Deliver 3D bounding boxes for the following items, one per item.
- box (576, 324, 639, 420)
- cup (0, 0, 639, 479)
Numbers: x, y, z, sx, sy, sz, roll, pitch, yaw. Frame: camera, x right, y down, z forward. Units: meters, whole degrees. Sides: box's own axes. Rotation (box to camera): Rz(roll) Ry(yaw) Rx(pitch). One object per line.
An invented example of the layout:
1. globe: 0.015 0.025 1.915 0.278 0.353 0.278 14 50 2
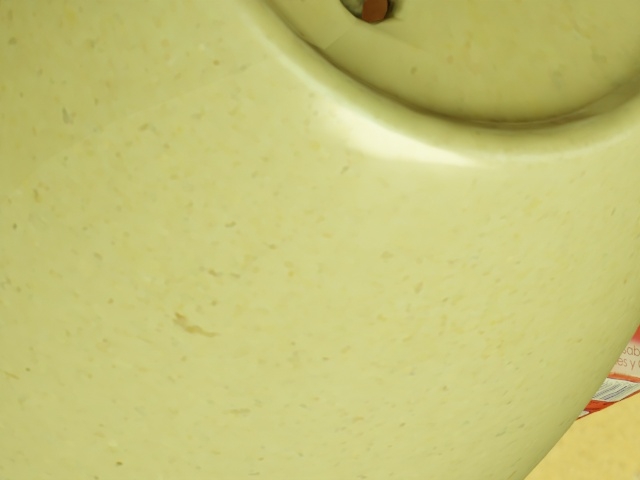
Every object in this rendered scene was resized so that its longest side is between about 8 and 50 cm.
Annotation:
1. box: 0.000 0.000 0.767 0.257 0.128 0.122 10 68 -20
2. cup: -0.010 -0.060 0.575 0.331 0.237 0.331 8 69 -21
